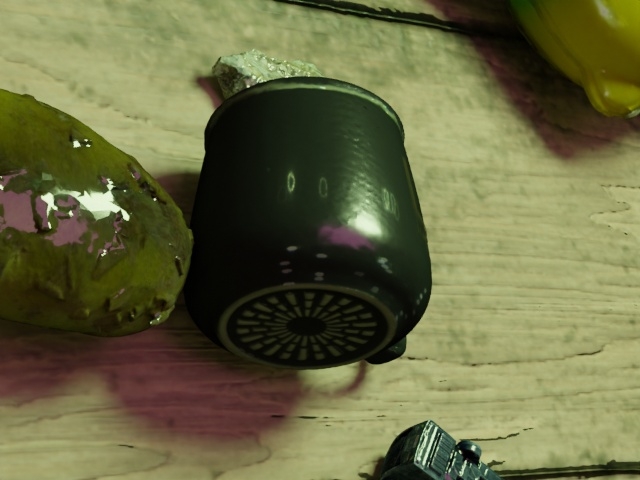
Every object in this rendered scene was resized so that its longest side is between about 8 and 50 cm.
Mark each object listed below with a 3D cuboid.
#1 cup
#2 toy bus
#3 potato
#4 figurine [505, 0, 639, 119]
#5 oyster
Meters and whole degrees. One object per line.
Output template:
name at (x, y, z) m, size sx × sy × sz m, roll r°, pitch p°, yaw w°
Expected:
cup at (0.000, 0.000, 1.156) m, size 0.223 × 0.169 × 0.176 m, roll 46°, pitch 32°, yaw -51°
toy bus at (0.115, 0.198, 1.201) m, size 0.166 × 0.065 × 0.047 m, roll 41°, pitch 49°, yaw -19°
potato at (-0.192, -0.022, 1.023) m, size 0.251 × 0.113 × 0.149 m, roll 31°, pitch 51°, yaw -23°
figurine at (0.265, -0.285, 1.447) m, size 0.323 × 0.231 × 0.340 m, roll -25°, pitch 93°, yaw -23°
oyster at (-0.025, -0.118, 1.261) m, size 0.098 × 0.037 × 0.100 m, roll 54°, pitch 46°, yaw -6°
